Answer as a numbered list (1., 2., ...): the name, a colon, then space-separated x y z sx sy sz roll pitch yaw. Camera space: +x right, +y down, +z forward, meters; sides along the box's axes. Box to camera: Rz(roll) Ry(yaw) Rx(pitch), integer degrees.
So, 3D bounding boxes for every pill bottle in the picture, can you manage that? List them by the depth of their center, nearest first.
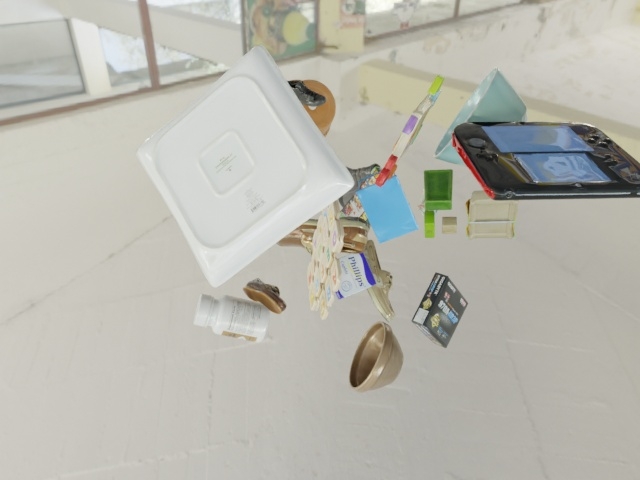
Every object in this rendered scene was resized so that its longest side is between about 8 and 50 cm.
1. pill bottle: -0.291 0.250 1.661 0.229 0.131 0.131 15 -150 -15

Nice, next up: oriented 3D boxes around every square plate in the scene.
1. square plate: -0.166 -0.144 0.961 0.344 0.347 0.049 58 -166 13

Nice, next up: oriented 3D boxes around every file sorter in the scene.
1. file sorter: 0.189 -0.103 1.430 0.118 0.170 0.105 -21 -157 15

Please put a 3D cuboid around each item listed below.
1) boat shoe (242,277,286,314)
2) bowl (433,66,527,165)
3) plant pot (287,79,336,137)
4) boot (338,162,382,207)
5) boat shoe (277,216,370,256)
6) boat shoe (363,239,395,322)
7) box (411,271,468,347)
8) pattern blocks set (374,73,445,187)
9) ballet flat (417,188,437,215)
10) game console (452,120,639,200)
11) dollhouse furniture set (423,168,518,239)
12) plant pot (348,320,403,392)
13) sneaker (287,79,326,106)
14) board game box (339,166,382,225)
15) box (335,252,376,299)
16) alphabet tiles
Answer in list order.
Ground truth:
1. boat shoe: -0.166 0.166 1.592 0.073 0.073 0.206 -36 -144 -26
2. bowl: 0.493 -0.337 1.509 0.163 0.312 0.312 32 -142 0
3. plant pot: -0.067 -0.522 2.048 0.290 0.291 0.203 -14 -175 -20
4. boot: 0.181 -0.214 2.122 0.222 0.338 0.118 3 -104 22
5. boat shoe: 0.000 0.000 1.641 0.323 0.122 0.120 -5 -110 25
6. boat shoe: 0.205 0.138 1.785 0.098 0.109 0.303 -25 -113 6
7. box: 0.383 0.226 1.611 0.051 0.220 0.175 19 -107 40
8. pattern blocks set: 0.223 -0.273 1.245 0.026 0.286 0.325 30 -157 7
9. ballet flat: 0.433 -0.190 1.924 0.077 0.091 0.241 32 -125 -5
10. game console: 0.527 -0.195 1.186 0.385 0.060 0.342 -2 -148 -3
11. dollhouse furniture set: 0.502 -0.120 1.710 0.301 0.198 0.152 0 -131 13
12. plant pot: 0.194 0.392 1.645 0.109 0.237 0.237 26 -147 -8
13. sneaker: -0.064 -0.541 1.845 0.170 0.089 0.051 13 -121 29
14. board game box: 0.154 -0.118 1.752 0.030 0.260 0.136 0 -128 -37
15. box: 0.097 0.112 1.659 0.137 0.126 0.072 -23 172 0
16. alphabet tiles: 0.007 0.042 1.262 0.021 0.284 0.278 5 -134 -14
